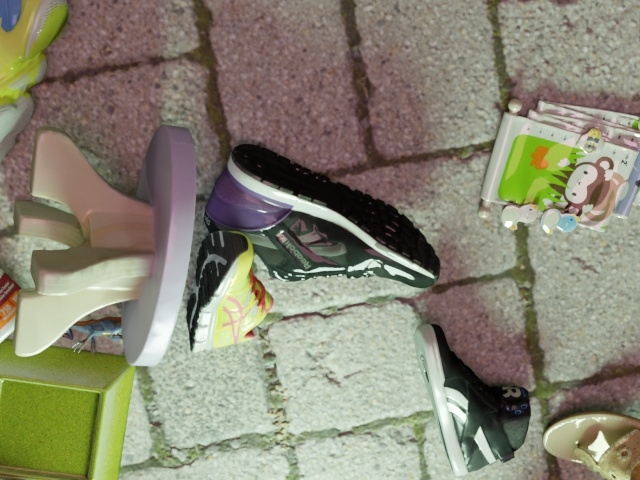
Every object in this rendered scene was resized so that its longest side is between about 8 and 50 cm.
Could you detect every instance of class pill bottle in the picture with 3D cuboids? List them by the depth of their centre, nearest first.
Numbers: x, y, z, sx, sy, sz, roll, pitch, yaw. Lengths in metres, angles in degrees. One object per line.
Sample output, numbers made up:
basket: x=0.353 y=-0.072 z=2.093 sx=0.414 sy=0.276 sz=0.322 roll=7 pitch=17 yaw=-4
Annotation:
pill bottle: x=-0.413 y=0.050 z=1.233 sx=0.086 sy=0.086 sz=0.152 roll=-41 pitch=105 yaw=7

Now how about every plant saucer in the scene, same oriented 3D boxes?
plant saucer: x=-0.334 y=0.224 z=1.309 sx=0.188 sy=0.045 sz=0.188 roll=9 pitch=104 yaw=-7

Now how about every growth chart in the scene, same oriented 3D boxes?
growth chart: x=0.314 y=-0.088 z=1.292 sx=0.237 sy=0.021 sz=0.172 roll=4 pitch=106 yaw=-5

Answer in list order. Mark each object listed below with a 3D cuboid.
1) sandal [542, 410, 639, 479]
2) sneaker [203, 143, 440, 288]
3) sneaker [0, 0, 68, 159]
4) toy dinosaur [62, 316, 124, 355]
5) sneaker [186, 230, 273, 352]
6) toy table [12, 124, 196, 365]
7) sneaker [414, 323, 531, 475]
sandal: x=0.396 y=0.274 z=1.327 sx=0.240 sy=0.079 sz=0.088 roll=4 pitch=121 yaw=14
sneaker: x=0.000 y=0.000 z=1.262 sx=0.283 sy=0.107 sz=0.124 roll=27 pitch=116 yaw=-8
sneaker: x=-0.375 y=-0.192 z=1.182 sx=0.126 sy=0.091 sz=0.240 roll=32 pitch=102 yaw=6
toy dinosaur: x=-0.269 y=0.108 z=1.297 sx=0.082 sy=0.047 sz=0.090 roll=25 pitch=61 yaw=4
sneaker: x=-0.097 y=0.056 z=1.240 sx=0.094 sy=0.081 sz=0.208 roll=1 pitch=147 yaw=-16
toy table: x=-0.243 y=0.003 z=1.172 sx=0.160 sy=0.252 sz=0.274 roll=4 pitch=95 yaw=-23
sneaker: x=0.196 y=0.183 z=1.332 sx=0.121 sy=0.079 sz=0.217 roll=-18 pitch=114 yaw=-3
